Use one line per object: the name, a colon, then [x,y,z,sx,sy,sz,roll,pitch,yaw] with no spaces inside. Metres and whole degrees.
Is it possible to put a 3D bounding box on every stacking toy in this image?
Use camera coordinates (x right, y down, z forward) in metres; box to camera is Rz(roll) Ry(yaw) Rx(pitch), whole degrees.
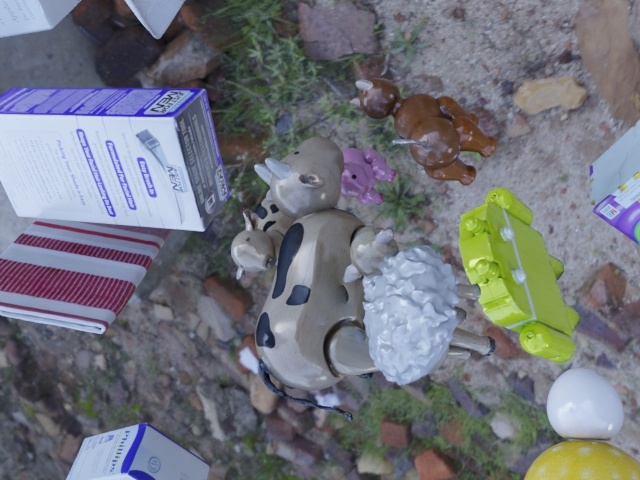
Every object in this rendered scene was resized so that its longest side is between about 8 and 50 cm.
stacking toy: [0.420,0.436,0.941,0.351,0.351,0.479,-10,67,36]

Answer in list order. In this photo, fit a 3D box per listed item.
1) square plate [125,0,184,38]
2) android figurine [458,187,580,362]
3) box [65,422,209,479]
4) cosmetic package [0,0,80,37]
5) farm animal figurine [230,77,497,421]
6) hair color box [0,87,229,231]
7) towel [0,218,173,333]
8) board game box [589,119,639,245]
square plate: [-0.319,-0.575,1.031,0.049,0.347,0.344,-4,139,27]
android figurine: [0.276,0.043,0.846,0.056,0.273,0.248,-27,54,34]
box: [-0.243,0.315,0.820,0.137,0.072,0.126,-21,127,31]
cosmetic package: [-0.314,-0.218,0.476,0.231,0.085,0.117,-1,135,16]
farm animal figurine: [0.000,0.000,0.596,0.172,0.326,0.330,18,149,-21]
hair color box: [-0.324,-0.126,0.923,0.339,0.110,0.185,6,128,17]
towel: [-0.415,0.038,1.050,0.237,0.329,0.037,9,120,1]
board game box: [0.536,-0.041,0.854,0.275,0.144,0.142,34,130,-3]
